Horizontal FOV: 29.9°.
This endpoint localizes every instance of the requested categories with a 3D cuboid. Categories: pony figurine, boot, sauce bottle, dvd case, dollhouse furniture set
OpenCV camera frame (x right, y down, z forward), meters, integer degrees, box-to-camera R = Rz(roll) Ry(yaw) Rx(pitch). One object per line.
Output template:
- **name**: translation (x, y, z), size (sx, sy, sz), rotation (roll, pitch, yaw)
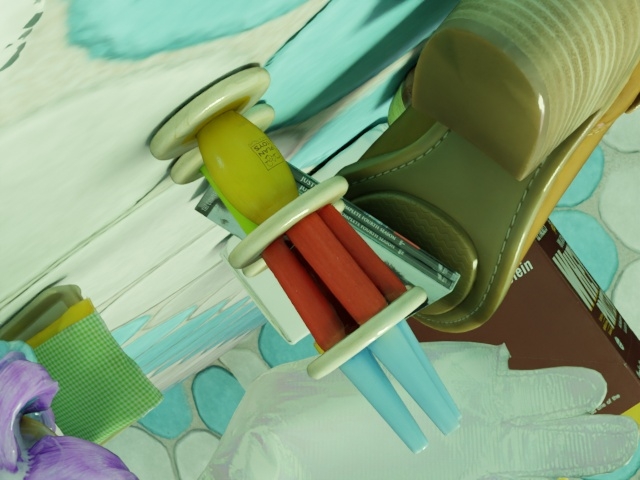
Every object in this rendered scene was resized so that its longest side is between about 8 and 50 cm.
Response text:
- **pony figurine**: translation (-0.050, 0.199, 0.510), size (0.302, 0.351, 0.363), rotation (-88, -173, -52)
- **boot**: translation (0.115, -0.084, 0.593), size (0.220, 0.109, 0.283), rotation (-43, 163, -25)
- **sauce bottle**: translation (0.066, -0.084, 0.698), size (0.042, 0.042, 0.128), rotation (-36, 177, -6)
- **dvd case**: translation (0.000, 0.000, 0.583), size (0.013, 0.119, 0.087), rotation (-59, -173, -24)
- **dollhouse furniture set**: translation (-0.157, 0.090, 0.579), size (0.152, 0.076, 0.058), rotation (-37, 177, 27)

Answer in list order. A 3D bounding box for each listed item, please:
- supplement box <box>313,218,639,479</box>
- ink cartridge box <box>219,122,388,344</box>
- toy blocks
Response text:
- **supplement box**: translation (0.137, 0.093, 0.947), size (0.191, 0.194, 0.129), rotation (-37, 177, 18)
- **ink cartridge box**: translation (0.040, -0.017, 0.931), size (0.160, 0.092, 0.219), rotation (-38, 177, 19)
- **toy blocks**: translation (0.000, 0.013, 0.470), size (0.054, 0.148, 0.123), rotation (-35, 176, -3)
